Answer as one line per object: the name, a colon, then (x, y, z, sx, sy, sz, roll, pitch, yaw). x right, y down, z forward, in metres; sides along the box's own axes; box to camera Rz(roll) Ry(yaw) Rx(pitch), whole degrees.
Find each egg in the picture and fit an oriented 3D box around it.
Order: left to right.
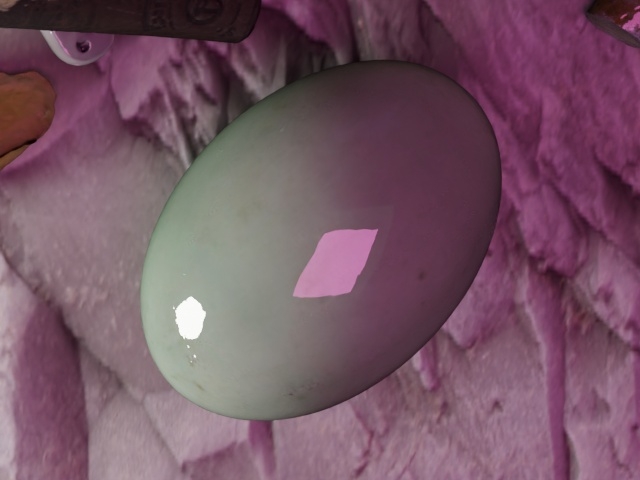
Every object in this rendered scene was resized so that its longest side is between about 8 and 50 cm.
egg: (0.000, 0.000, 1.661, 0.389, 0.276, 0.276, -45, 113, 1)

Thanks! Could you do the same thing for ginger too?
ginger: (-0.328, -0.076, 1.663, 0.193, 0.115, 0.122, -21, 135, -13)

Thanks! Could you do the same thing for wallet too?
wallet: (-0.193, -0.264, 1.601, 0.321, 0.044, 0.170, 0, 117, -29)

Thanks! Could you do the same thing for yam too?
yam: (0.349, -0.263, 1.759, 0.179, 0.078, 0.078, -44, 113, 3)

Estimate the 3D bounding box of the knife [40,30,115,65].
knife: (-0.267, -0.280, 1.625, 0.073, 0.040, 0.265, -34, 114, -12)
